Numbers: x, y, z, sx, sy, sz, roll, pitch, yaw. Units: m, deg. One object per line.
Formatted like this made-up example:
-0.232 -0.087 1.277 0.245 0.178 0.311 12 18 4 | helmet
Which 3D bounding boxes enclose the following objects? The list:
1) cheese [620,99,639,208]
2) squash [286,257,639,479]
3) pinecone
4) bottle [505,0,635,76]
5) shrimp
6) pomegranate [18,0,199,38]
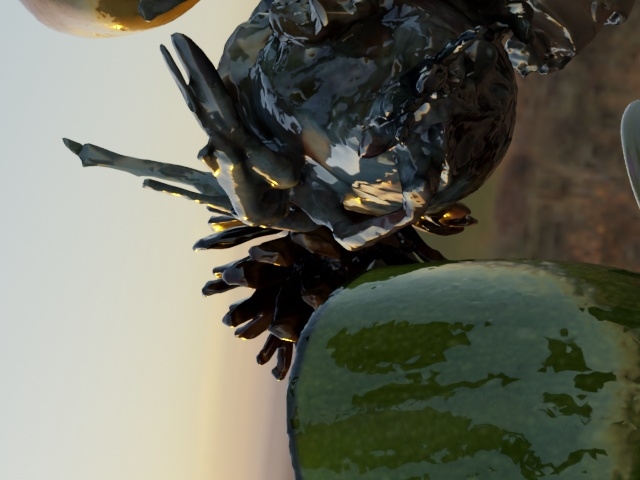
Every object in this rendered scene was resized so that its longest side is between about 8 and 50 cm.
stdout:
0.297 -0.025 1.434 0.037 0.097 0.192 -25 56 43 | cheese
0.185 0.132 1.233 0.309 0.310 0.310 -18 55 39 | squash
0.001 0.003 1.551 0.264 0.264 0.264 -173 90 -88 | pinecone
0.129 -0.160 0.854 0.152 0.099 0.099 -58 -4 -13 | bottle
-0.003 -0.053 0.651 0.172 0.137 0.372 -43 -5 6 | shrimp
-0.158 -0.231 1.185 0.196 0.196 0.196 -173 90 -88 | pomegranate
